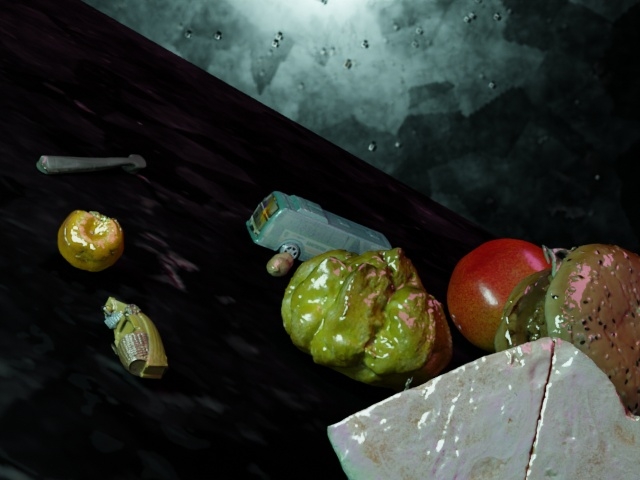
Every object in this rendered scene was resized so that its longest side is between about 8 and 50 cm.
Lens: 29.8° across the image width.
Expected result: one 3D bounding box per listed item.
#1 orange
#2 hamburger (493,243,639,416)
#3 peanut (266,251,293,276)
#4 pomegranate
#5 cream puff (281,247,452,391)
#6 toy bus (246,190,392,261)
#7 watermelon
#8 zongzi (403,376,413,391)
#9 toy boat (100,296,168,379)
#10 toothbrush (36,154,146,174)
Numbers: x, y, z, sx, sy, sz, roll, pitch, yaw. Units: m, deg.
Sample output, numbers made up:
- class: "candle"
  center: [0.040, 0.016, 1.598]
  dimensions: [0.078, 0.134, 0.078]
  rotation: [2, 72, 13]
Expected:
- class: "orange"
  center: [-0.297, 0.004, 1.552]
  dimensions: [0.086, 0.062, 0.086]
  rotation: [9, 57, -13]
- class: "hamburger"
  center: [0.442, 0.164, 2.023]
  dimensions: [0.276, 0.318, 0.195]
  rotation: [16, -26, -35]
- class: "peanut"
  center: [-0.065, 0.040, 1.977]
  dimensions: [0.037, 0.037, 0.083]
  rotation: [31, 11, 6]
- class: "pomegranate"
  center: [0.356, 0.121, 2.224]
  dimensions: [0.221, 0.221, 0.257]
  rotation: [12, 41, -54]
- class: "cream puff"
  center: [0.065, 0.111, 1.691]
  dimensions: [0.244, 0.196, 0.244]
  rotation: [4, -13, 1]
- class: "toy bus"
  center: [0.000, 0.000, 2.127]
  dimensions: [0.261, 0.109, 0.091]
  rotation: [21, 21, -29]
- class: "watermelon"
  center: [0.222, 0.267, 1.377]
  dimensions: [0.292, 0.319, 0.222]
  rotation: [58, 1, 18]
- class: "zongzi"
  center: [0.213, 0.267, 1.618]
  dimensions: [0.187, 0.084, 0.184]
  rotation: [34, 10, 38]
- class: "toy boat"
  center: [-0.214, 0.109, 1.363]
  dimensions: [0.049, 0.047, 0.149]
  rotation: [21, 16, -33]
- class: "toothbrush"
  center: [-0.369, -0.122, 1.953]
  dimensions: [0.030, 0.030, 0.297]
  rotation: [52, 19, 11]
